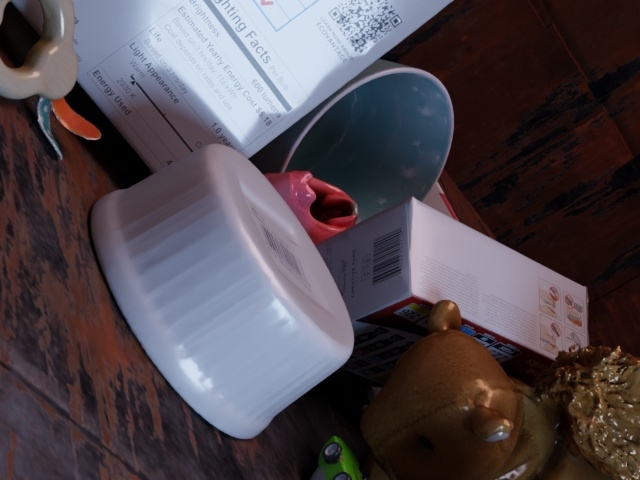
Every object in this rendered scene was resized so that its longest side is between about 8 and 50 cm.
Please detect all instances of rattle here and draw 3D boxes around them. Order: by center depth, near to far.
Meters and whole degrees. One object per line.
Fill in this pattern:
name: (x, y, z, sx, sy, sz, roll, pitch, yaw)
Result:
rattle: (-0.299, -0.176, 1.438, 0.199, 0.143, 0.130, 67, 33, -50)

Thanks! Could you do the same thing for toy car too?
toy car: (0.030, 0.288, 1.507, 0.239, 0.053, 0.225, 50, 13, -36)

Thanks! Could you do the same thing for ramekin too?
ramekin: (-0.086, 0.040, 1.481, 0.277, 0.135, 0.277, 54, 12, -17)

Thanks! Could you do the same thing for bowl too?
bowl: (0.012, -0.133, 2.076, 0.163, 0.311, 0.311, 41, 0, 35)

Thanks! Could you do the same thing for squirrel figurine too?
squirrel figurine: (0.230, 0.211, 1.688, 0.281, 0.397, 0.370, -104, 168, -45)

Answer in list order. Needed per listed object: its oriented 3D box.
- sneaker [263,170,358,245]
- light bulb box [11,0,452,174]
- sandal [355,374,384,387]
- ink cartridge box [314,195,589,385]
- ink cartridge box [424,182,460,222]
sneaker: (0.000, 0.000, 1.899, 0.314, 0.136, 0.116, 36, 41, -56)
light bulb box: (-0.122, -0.299, 1.594, 0.358, 0.361, 0.225, 52, 2, -27)
sandal: (0.084, 0.169, 1.998, 0.102, 0.076, 0.265, 25, 24, -35)
ink cartridge box: (0.121, 0.101, 1.830, 0.309, 0.272, 0.130, 25, 55, -35)
ink cartridge box: (0.149, 0.012, 2.361, 0.226, 0.131, 0.306, 61, -3, 21)
